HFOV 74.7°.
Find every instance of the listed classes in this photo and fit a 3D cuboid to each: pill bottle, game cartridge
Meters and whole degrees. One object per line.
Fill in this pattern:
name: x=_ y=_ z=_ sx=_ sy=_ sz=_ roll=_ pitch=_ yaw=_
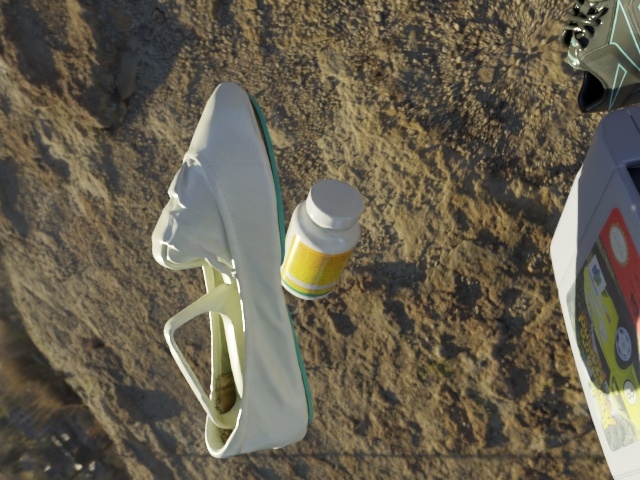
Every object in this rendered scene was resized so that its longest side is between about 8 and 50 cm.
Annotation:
pill bottle: x=0.000 y=0.000 z=0.717 sx=0.117 sy=0.117 sz=0.208 roll=32 pitch=137 yaw=10
game cartridge: x=0.244 y=0.073 z=0.313 sx=0.060 sy=0.294 sz=0.196 roll=-7 pitch=144 yaw=16

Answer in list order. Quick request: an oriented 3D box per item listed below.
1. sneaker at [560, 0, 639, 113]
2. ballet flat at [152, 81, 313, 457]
sneaker: x=0.305 y=-0.234 z=0.423 sx=0.106 sy=0.101 sz=0.267 roll=-21 pitch=134 yaw=26
ballet flat: x=-0.098 y=0.044 z=0.430 sx=0.139 sy=0.139 sz=0.400 roll=-3 pitch=101 yaw=27
